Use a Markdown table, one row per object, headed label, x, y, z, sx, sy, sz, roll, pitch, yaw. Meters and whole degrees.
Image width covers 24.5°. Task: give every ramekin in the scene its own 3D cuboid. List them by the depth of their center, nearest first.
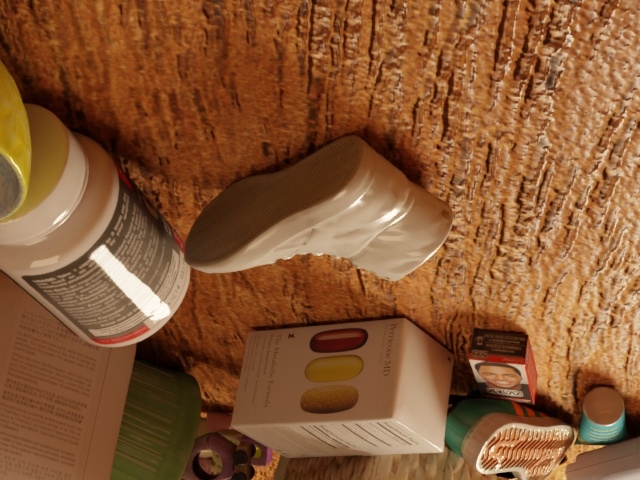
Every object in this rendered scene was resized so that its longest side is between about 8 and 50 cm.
| label | x | y | z | sx | sy | sz | roll | pitch | yaw |
| --- | --- | --- | --- | --- | --- | --- | --- | --- | --- |
| ramekin | -0.308 | 0.297 | 2.073 | 0.148 | 0.303 | 0.303 | 29 | 151 | -20 |

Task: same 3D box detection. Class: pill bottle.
| label | x | y | z | sx | sy | sz | roll | pitch | yaw |
| --- | --- | --- | --- | --- | --- | --- | --- | --- | --- |
| pill bottle | -0.258 | -0.014 | 1.519 | 0.161 | 0.161 | 0.283 | 1 | 154 | 20 |

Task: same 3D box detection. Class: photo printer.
| label | x | y | z | sx | sy | sz | roll | pitch | yaw |
| --- | --- | --- | --- | --- | --- | --- | --- | --- | --- |
| photo printer | -0.366 | 0.194 | 1.840 | 0.256 | 0.308 | 0.107 | 24 | 154 | -33 |

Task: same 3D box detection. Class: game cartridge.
| label | x | y | z | sx | sy | sz | roll | pitch | yaw |
| --- | --- | --- | --- | --- | --- | --- | --- | --- | --- |
| game cartridge | 0.518 | 0.332 | 2.058 | 0.294 | 0.060 | 0.196 | 13 | 153 | -24 |

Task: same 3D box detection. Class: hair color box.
| label | x | y | z | sx | sy | sz | roll | pitch | yaw |
| --- | --- | --- | --- | --- | --- | --- | --- | --- | --- |
| hair color box | 0.230 | 0.159 | 1.844 | 0.072 | 0.043 | 0.141 | 4 | 155 | 16 |

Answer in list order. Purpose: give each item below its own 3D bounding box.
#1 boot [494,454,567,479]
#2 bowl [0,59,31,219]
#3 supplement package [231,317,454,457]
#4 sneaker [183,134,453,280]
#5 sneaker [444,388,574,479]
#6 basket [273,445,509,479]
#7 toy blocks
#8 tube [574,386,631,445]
| label | x | y | z | sx | sy | sz | roll | pitch | yaw |
| --- | --- | --- | --- | --- | --- | --- | --- | --- | --- |
| boot | 0.307 | 0.391 | 2.288 | 0.264 | 0.096 | 0.280 | 2 | 142 | -21 |
| bowl | -0.383 | -0.142 | 1.292 | 0.289 | 0.156 | 0.289 | 9 | 157 | 4 |
| supplement package | 0.030 | 0.191 | 1.881 | 0.244 | 0.139 | 0.134 | -8 | 151 | 33 |
| sneaker | 0.000 | 0.000 | 1.510 | 0.169 | 0.108 | 0.292 | 31 | 148 | -32 |
| sneaker | 0.246 | 0.255 | 1.998 | 0.121 | 0.108 | 0.302 | 38 | -173 | 32 |
| basket | 0.103 | 0.455 | 2.012 | 0.328 | 0.331 | 0.266 | 30 | 145 | -23 |
| toy blocks | -0.209 | 0.402 | 2.170 | 0.260 | 0.289 | 0.309 | 4 | -178 | 9 |
| tube | 0.381 | 0.249 | 1.982 | 0.080 | 0.052 | 0.207 | 3 | 160 | 12 |
